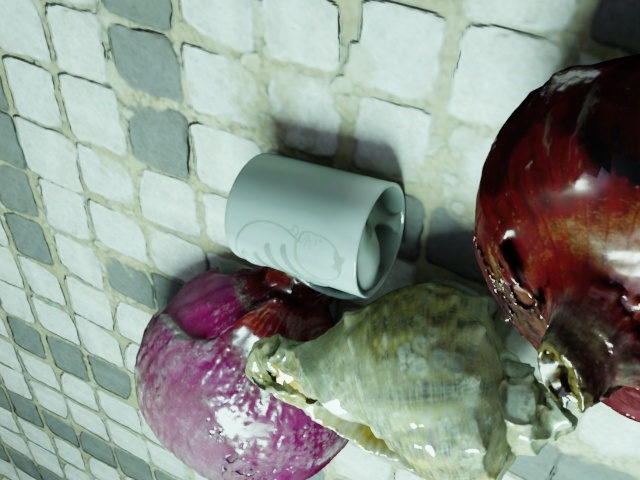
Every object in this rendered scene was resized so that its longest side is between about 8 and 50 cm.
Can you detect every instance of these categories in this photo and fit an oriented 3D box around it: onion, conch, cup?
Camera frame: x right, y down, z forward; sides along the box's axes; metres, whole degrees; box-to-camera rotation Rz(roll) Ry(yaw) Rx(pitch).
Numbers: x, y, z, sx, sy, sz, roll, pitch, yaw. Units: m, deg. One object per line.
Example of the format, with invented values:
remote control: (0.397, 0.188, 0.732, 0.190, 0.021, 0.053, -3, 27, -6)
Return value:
onion: (-0.085, 0.150, 0.856, 0.267, 0.159, 0.349, 29, 140, 7)
conch: (0.085, 0.117, 0.707, 0.291, 0.159, 0.210, 19, 164, 33)
onion: (0.201, 0.016, 0.475, 0.252, 0.219, 0.252, 28, 141, 26)
cup: (-0.005, 0.001, 0.694, 0.133, 0.099, 0.136, 16, 115, 24)
